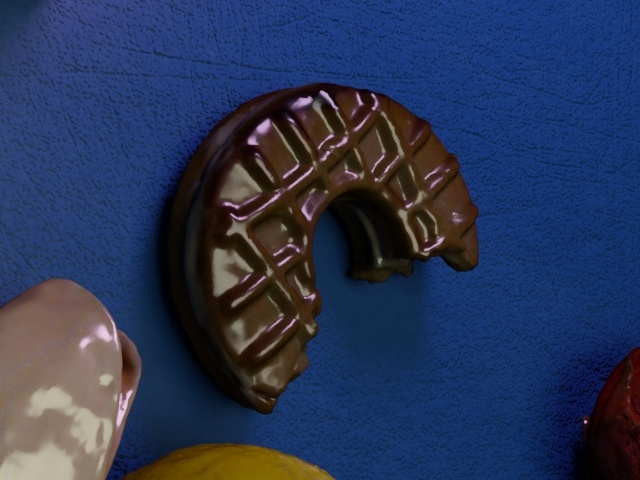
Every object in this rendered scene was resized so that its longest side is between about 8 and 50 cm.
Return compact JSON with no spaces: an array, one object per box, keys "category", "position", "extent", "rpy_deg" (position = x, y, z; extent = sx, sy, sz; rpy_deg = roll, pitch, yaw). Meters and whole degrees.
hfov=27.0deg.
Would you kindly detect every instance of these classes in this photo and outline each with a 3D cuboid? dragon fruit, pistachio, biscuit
[{"category":"dragon fruit","position":[0.448,0.251,1.534],"extent":[0.296,0.296,0.301],"rpy_deg":[3,80,-38]},{"category":"pistachio","position":[-0.245,0.177,1.050],"extent":[0.187,0.187,0.299],"rpy_deg":[39,66,-29]},{"category":"biscuit","position":[-0.002,-0.020,1.314],"extent":[0.366,0.115,0.268],"rpy_deg":[-37,109,-36]}]

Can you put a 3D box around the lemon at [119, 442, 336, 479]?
[{"category":"lemon","position":[-0.061,0.310,1.130],"extent":[0.316,0.285,0.285],"rpy_deg":[-3,87,-29]}]
